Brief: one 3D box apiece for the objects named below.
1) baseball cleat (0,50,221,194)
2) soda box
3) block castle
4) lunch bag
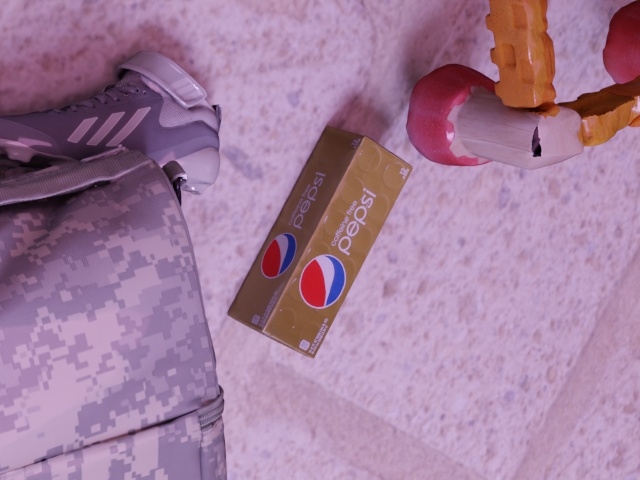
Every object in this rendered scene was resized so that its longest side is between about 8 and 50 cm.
[{"bbox_3d":[-0.165,-0.092,1.169,0.206,0.072,0.109,9,83,-40],"label":"baseball cleat"},{"bbox_3d":[0.000,0.000,1.301,0.061,0.058,0.181,31,83,-36],"label":"soda box"},{"bbox_3d":[0.187,-0.302,1.265,0.303,0.213,0.453,-21,111,-25],"label":"block castle"},{"bbox_3d":[-0.221,0.085,1.067,0.305,0.212,0.256,-14,116,-27],"label":"lunch bag"}]
